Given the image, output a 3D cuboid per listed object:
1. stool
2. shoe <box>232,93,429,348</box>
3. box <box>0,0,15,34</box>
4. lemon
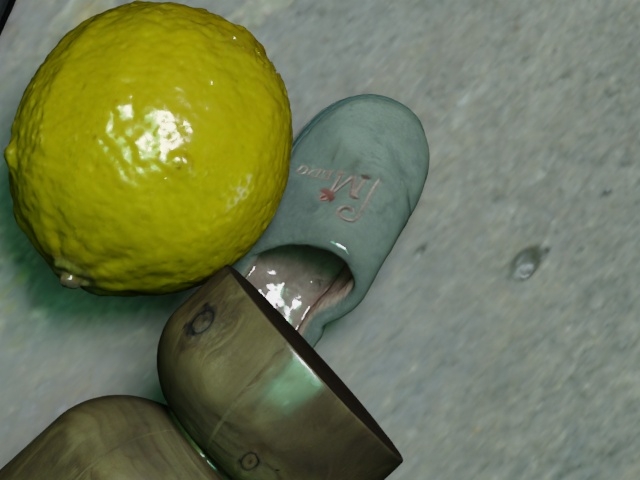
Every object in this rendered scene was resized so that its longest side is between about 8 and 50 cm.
[{"bbox_3d":[-0.100,0.168,1.213,0.264,0.179,0.179,-43,91,0],"label":"stool"},{"bbox_3d":[0.000,0.000,1.328,0.103,0.100,0.251,31,81,-8],"label":"shoe"},{"bbox_3d":[-0.365,-0.189,1.299,0.289,0.073,0.290,23,78,-6],"label":"box"},{"bbox_3d":[-0.117,-0.062,1.267,0.192,0.192,0.231,27,68,-6],"label":"lemon"}]
